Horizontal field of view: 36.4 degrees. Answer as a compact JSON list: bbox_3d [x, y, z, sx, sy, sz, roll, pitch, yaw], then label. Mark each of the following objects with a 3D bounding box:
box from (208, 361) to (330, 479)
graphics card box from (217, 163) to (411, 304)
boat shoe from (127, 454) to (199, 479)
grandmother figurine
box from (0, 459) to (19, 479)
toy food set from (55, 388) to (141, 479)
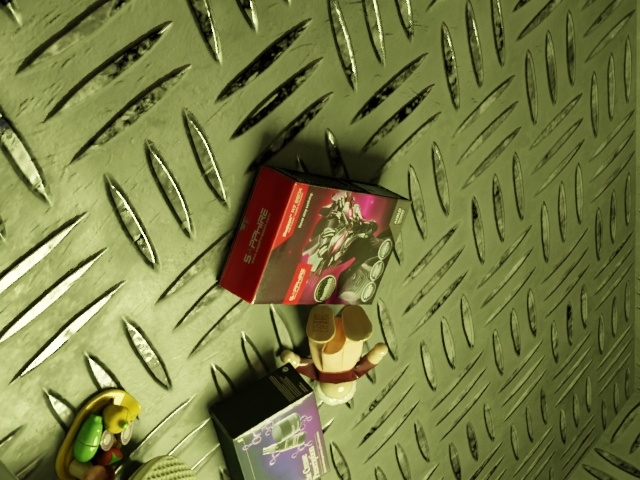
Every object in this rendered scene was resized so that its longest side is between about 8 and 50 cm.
[{"bbox_3d":[-0.094,0.392,1.903,0.184,0.103,0.261,-27,134,-18],"label":"box"},{"bbox_3d":[0.000,0.000,1.791,0.371,0.094,0.232,6,108,-53],"label":"graphics card box"},{"bbox_3d":[-0.320,0.550,1.532,0.187,0.156,0.500,46,36,-23],"label":"boat shoe"},{"bbox_3d":[0.025,0.237,1.919,0.342,0.208,0.104,86,12,-60],"label":"grandmother figurine"},{"bbox_3d":[-0.471,0.438,1.424,0.119,0.182,0.181,-32,135,-32],"label":"box"},{"bbox_3d":[-0.360,0.356,1.600,0.128,0.071,0.217,22,95,-54],"label":"toy food set"}]
